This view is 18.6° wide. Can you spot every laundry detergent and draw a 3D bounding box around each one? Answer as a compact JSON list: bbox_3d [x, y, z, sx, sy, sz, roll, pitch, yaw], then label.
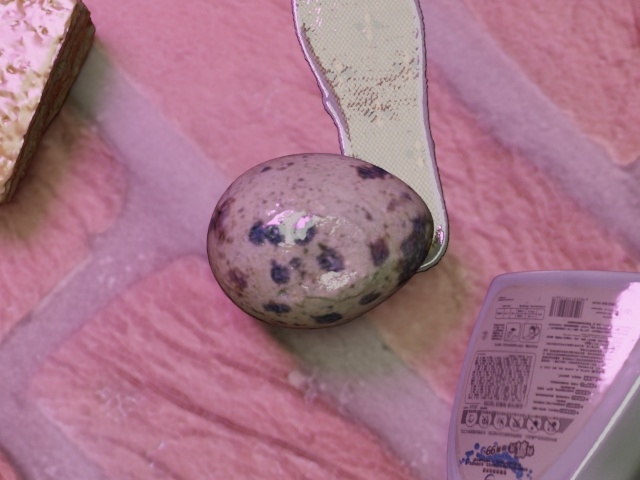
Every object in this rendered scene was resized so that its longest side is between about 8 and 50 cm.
[{"bbox_3d":[0.195,0.167,1.486,0.215,0.105,0.281,-1,70,38],"label":"laundry detergent"}]

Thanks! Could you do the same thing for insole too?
[{"bbox_3d":[0.043,-0.126,1.640,0.109,0.007,0.322,-11,78,2],"label":"insole"}]

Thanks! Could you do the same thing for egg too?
[{"bbox_3d":[0.000,0.000,1.549,0.181,0.141,0.141,-7,79,4],"label":"egg"}]

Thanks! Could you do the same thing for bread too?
[{"bbox_3d":[-0.281,-0.130,1.613,0.138,0.102,0.196,20,84,10],"label":"bread"}]
